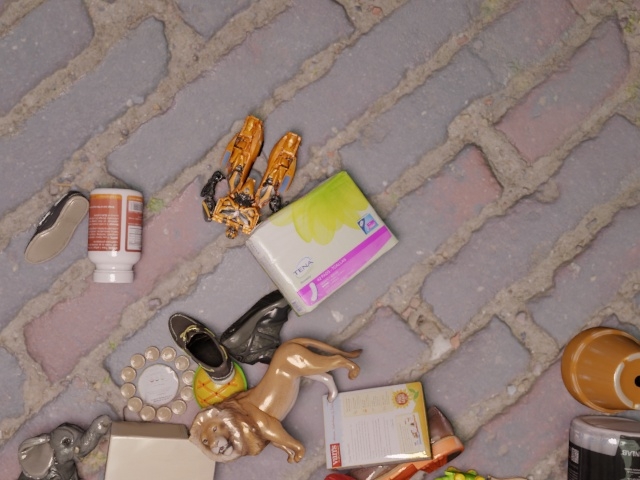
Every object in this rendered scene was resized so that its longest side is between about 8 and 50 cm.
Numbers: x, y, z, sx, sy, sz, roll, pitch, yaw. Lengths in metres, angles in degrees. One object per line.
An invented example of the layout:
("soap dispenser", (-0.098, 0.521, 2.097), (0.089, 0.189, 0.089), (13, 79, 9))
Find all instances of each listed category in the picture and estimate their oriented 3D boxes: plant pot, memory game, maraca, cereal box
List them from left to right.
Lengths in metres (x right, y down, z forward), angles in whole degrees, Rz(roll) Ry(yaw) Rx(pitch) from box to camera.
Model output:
("memory game", (-0.388, 0.345, 1.531), (0.186, 0.012, 0.186), (0, 87, -3))
("maraca", (-0.234, 0.364, 1.494), (0.127, 0.099, 0.185), (-3, 95, 4))
("cereal box", (0.127, 0.429, 1.467), (0.240, 0.047, 0.172), (-11, 59, 14))
("plant pot", (0.698, 0.311, 1.484), (0.205, 0.188, 0.204), (0, 88, -2))

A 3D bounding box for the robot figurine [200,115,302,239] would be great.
("robot figurine", (-0.165, -0.140, 1.524), (0.211, 0.085, 0.290), (22, 87, 0))

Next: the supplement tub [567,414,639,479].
("supplement tub", (0.676, 0.589, 1.463), (0.207, 0.207, 0.337), (4, 88, -2))

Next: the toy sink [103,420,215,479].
("toy sink", (-0.368, 0.507, 1.455), (0.234, 0.131, 0.152), (7, 88, -16))

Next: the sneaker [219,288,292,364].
("sneaker", (-0.117, 0.209, 1.516), (0.227, 0.087, 0.130), (-42, 112, -19))

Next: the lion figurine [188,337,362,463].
("lion figurine", (-0.096, 0.344, 1.433), (0.240, 0.142, 0.392), (36, 70, 0))

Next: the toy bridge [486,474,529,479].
("toy bridge", (0.491, 0.610, 1.545), (0.188, 0.026, 0.063), (25, 84, -1))

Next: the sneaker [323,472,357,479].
("sneaker", (0.084, 0.619, 1.398), (0.221, 0.087, 0.128), (32, 120, 19))

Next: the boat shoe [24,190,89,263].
("boat shoe", (-0.635, -0.033, 1.526), (0.206, 0.075, 0.065), (-50, 47, 2))

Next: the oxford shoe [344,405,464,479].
("oxford shoe", (0.151, 0.520, 1.510), (0.364, 0.130, 0.132), (-27, 57, 3))

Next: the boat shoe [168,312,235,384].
("boat shoe", (-0.279, 0.234, 1.464), (0.081, 0.068, 0.228), (-39, 57, -23))

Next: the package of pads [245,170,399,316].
("package of pads", (0.000, 0.000, 1.483), (0.297, 0.101, 0.229), (-37, 90, -20))

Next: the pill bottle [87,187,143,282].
("pill bottle", (-0.480, -0.010, 1.488), (0.121, 0.121, 0.215), (2, 87, -2))

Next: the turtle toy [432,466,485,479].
("turtle toy", (0.326, 0.577, 1.504), (0.130, 0.095, 0.066), (8, 82, -1))

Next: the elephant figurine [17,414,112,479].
("elephant figurine", (-0.593, 0.487, 1.451), (0.186, 0.169, 0.239), (10, 90, -22))
